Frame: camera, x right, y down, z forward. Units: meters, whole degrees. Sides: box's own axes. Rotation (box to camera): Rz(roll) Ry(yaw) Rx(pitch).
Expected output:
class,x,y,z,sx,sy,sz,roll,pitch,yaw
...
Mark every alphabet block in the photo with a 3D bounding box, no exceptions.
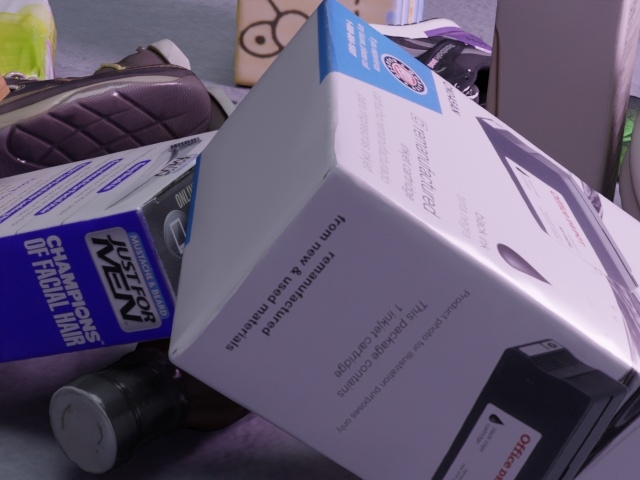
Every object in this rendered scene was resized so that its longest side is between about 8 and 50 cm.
class,x,y,z,sx,sy,sz,roll,pitch,yaw
alphabet block,0.016,-0.290,1.918,0.197,0.192,0.193,10,25,10

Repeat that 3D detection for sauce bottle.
class,x,y,z,sx,sy,sz,roll,pitch,yaw
sauce bottle,-0.065,0.078,1.238,0.111,0.111,0.344,22,30,33

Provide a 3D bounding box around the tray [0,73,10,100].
class,x,y,z,sx,sy,sz,roll,pitch,yaw
tray,-0.453,-0.024,1.231,0.203,0.076,0.411,20,58,37

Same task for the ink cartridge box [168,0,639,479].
class,x,y,z,sx,sy,sz,roll,pitch,yaw
ink cartridge box,0.114,0.053,1.039,0.395,0.166,0.285,34,22,-17

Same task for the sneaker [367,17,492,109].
class,x,y,z,sx,sy,sz,roll,pitch,yaw
sneaker,0.090,-0.154,1.568,0.124,0.107,0.283,32,37,34

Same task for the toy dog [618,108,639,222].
class,x,y,z,sx,sy,sz,roll,pitch,yaw
toy dog,0.438,-0.072,1.344,0.408,0.284,0.395,-15,-3,-28

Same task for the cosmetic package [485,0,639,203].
class,x,y,z,sx,sy,sz,roll,pitch,yaw
cosmetic package,0.213,-0.103,1.418,0.113,0.309,0.160,10,26,15

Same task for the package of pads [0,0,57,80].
class,x,y,z,sx,sy,sz,roll,pitch,yaw
package of pads,-0.409,-0.194,1.765,0.229,0.101,0.296,-1,27,-9

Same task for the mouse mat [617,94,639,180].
class,x,y,z,sx,sy,sz,roll,pitch,yaw
mouse mat,0.356,-0.109,1.764,0.153,0.007,0.190,-26,38,-28

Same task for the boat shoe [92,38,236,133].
class,x,y,z,sx,sy,sz,roll,pitch,yaw
boat shoe,-0.149,-0.114,1.627,0.097,0.116,0.324,-20,34,-16

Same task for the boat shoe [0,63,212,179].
class,x,y,z,sx,sy,sz,roll,pitch,yaw
boat shoe,-0.281,-0.105,1.478,0.355,0.132,0.130,-17,47,-13

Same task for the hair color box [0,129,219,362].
class,x,y,z,sx,sy,sz,roll,pitch,yaw
hair color box,-0.214,0.013,1.229,0.339,0.110,0.185,-12,17,30
